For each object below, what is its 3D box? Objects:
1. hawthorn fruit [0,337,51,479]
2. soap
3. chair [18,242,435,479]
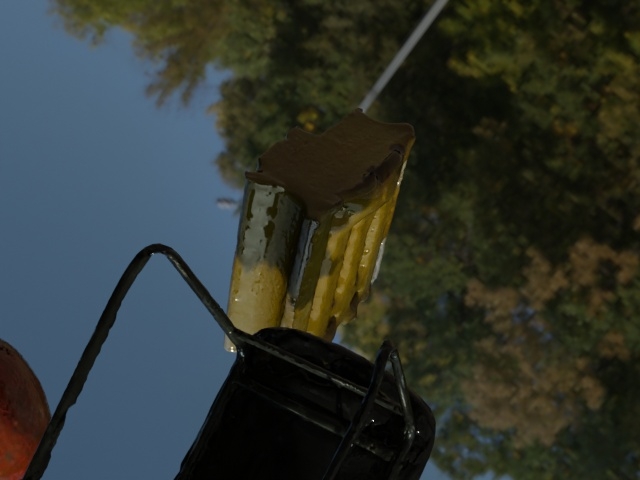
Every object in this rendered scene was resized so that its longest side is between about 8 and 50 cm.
[{"bbox_3d":[-0.512,0.224,1.631,0.276,0.307,0.276,-2,-158,1],"label":"hawthorn fruit"},{"bbox_3d":[0.000,0.000,1.484,0.143,0.281,0.259,27,-141,21],"label":"soap"},{"bbox_3d":[-0.017,0.120,0.593,0.140,0.145,0.221,22,168,29],"label":"chair"}]
